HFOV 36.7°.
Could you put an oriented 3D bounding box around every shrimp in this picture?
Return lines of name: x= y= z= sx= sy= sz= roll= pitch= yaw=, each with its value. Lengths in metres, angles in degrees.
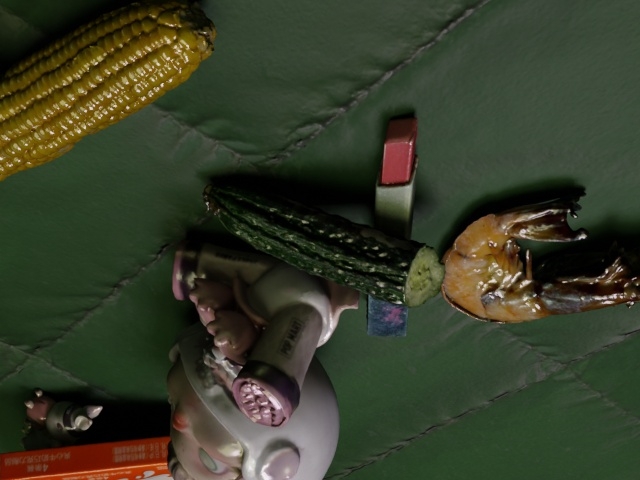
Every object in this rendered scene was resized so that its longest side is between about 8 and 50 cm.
shrimp: x=0.260 y=0.015 z=1.060 sx=0.289 sy=0.075 sz=0.178 roll=-9 pitch=137 yaw=34

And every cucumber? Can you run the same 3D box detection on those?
cucumber: x=0.000 y=0.001 z=1.016 sx=0.265 sy=0.077 sz=0.077 roll=20 pitch=141 yaw=14

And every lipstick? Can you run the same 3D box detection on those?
lipstick: x=0.077 y=-0.007 z=1.053 sx=0.051 sy=0.051 sz=0.312 roll=4 pitch=139 yaw=5

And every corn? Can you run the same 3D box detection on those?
corn: x=-0.232 y=-0.138 z=0.887 sx=0.313 sy=0.102 sz=0.102 roll=-23 pitch=133 yaw=27

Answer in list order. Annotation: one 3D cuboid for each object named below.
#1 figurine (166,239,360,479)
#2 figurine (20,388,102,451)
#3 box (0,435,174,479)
figurine: x=-0.071 y=0.181 z=1.143 sx=0.211 sy=0.253 sz=0.361 roll=-3 pitch=134 yaw=-17
figurine: x=-0.380 y=0.262 z=1.374 sx=0.098 sy=0.081 sz=0.146 roll=21 pitch=137 yaw=-19
box: x=-0.312 y=0.358 z=1.434 sx=0.273 sy=0.048 sz=0.265 roll=-6 pitch=153 yaw=-7
